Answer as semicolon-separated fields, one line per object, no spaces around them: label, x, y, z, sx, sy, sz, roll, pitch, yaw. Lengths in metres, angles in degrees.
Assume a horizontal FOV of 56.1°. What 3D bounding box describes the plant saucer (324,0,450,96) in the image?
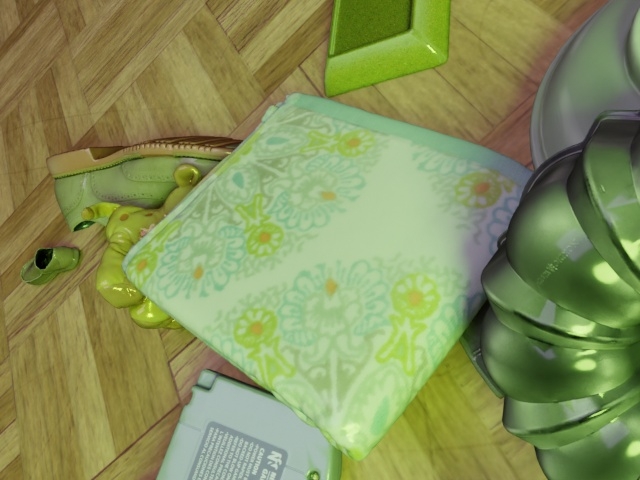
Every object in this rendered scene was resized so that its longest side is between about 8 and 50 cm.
plant saucer;0.081;-0.307;0.822;0.188;0.045;0.188;-8;65;34

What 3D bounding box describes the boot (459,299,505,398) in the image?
boot;0.233;0.071;0.518;0.208;0.076;0.190;-36;40;10

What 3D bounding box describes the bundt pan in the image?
bundt pan;0.244;0.067;0.371;0.331;0.124;0.331;13;111;36

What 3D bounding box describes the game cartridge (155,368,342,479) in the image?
game cartridge;-0.091;0.305;0.625;0.196;0.060;0.294;15;77;24

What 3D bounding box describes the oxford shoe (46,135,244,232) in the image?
oxford shoe;-0.256;-0.083;0.940;0.397;0.140;0.146;-1;100;31

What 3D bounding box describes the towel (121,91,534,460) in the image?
towel;0.000;0.000;0.639;0.374;0.090;0.320;26;67;37

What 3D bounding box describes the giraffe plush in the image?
giraffe plush;-0.193;-0.004;0.813;0.170;0.181;0.210;-27;72;10

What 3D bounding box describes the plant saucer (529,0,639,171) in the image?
plant saucer;0.357;-0.141;0.458;0.400;0.100;0.400;-18;50;22

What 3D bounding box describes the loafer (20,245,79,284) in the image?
loafer;-0.498;0.039;1.085;0.148;0.050;0.056;-22;58;27
